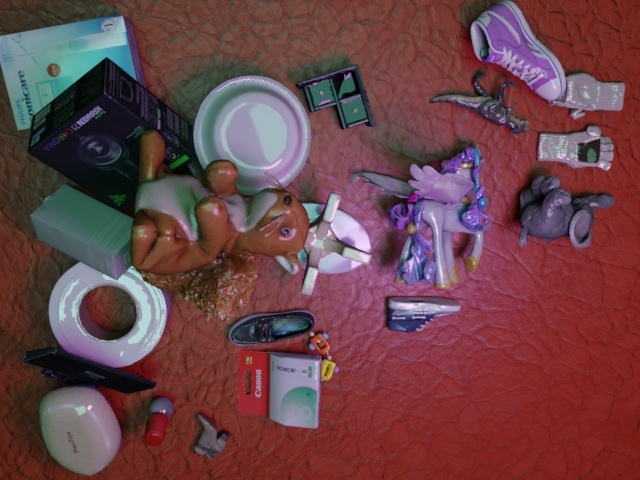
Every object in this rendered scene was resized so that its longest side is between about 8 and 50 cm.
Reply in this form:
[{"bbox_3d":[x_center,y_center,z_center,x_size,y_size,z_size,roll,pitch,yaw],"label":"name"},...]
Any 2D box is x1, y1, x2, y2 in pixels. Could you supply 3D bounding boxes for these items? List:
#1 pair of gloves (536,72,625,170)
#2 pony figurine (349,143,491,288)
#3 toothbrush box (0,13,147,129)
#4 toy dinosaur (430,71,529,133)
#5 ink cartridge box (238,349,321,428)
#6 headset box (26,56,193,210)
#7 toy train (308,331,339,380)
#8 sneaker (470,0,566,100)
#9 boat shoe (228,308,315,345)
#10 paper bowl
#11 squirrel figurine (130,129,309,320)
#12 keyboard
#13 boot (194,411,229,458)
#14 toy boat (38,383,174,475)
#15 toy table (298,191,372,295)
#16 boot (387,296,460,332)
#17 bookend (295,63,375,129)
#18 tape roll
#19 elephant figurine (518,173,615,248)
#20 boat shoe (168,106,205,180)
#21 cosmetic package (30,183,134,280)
[{"bbox_3d":[0.675,-0.308,1.805,0.204,0.042,0.240,10,97,-6],"label":"pair of gloves"},{"bbox_3d":[0.275,-0.070,1.716,0.351,0.303,0.363,1,96,-38],"label":"pony figurine"},{"bbox_3d":[-0.574,-0.390,1.641,0.296,0.126,0.216,-10,99,-2],"label":"toothbrush box"},{"bbox_3d":[0.424,-0.357,1.768,0.268,0.064,0.118,19,103,-4],"label":"toy dinosaur"},{"bbox_3d":[-0.111,0.380,1.804,0.225,0.056,0.181,3,98,9],"label":"ink cartridge box"},{"bbox_3d":[-0.461,-0.225,1.581,0.246,0.131,0.283,-29,138,21],"label":"headset box"},{"bbox_3d":[-0.021,0.321,1.838,0.166,0.046,0.125,-43,85,7],"label":"toy train"},{"bbox_3d":[0.470,-0.437,1.713,0.161,0.102,0.282,-38,90,-29],"label":"sneaker"},{"bbox_3d":[-0.124,0.230,1.796,0.229,0.076,0.080,-7,99,-4],"label":"boat shoe"},{"bbox_3d":[-0.162,-0.248,1.671,0.284,0.148,0.284,-1,95,-14],"label":"paper bowl"},{"bbox_3d":[-0.220,-0.009,1.554,0.371,0.281,0.397,3,138,-12],"label":"squirrel figurine"},{"bbox_3d":[-0.573,0.321,1.704,0.202,0.033,0.317,-19,145,31],"label":"keyboard"},{"bbox_3d":[-0.301,0.519,1.843,0.118,0.042,0.087,43,95,-9],"label":"boot"},{"bbox_3d":[-0.536,0.465,1.769,0.318,0.148,0.267,-3,116,-1],"label":"toy boat"},{"bbox_3d":[0.000,0.000,1.732,0.274,0.161,0.252,5,98,-5],"label":"toy table"},{"bbox_3d":[0.269,0.197,1.838,0.190,0.069,0.086,3,105,3],"label":"boot"},{"bbox_3d":[0.036,-0.336,1.728,0.157,0.072,0.156,-17,100,-2],"label":"bookend"},{"bbox_3d":[-0.520,0.171,1.742,0.286,0.100,0.286,-1,99,-6],"label":"tape roll"},{"bbox_3d":[0.634,-0.054,1.792,0.239,0.169,0.186,27,125,-24],"label":"elephant figurine"},{"bbox_3d":[-0.350,-0.225,1.723,0.065,0.075,0.206,-24,100,24],"label":"boat shoe"},{"bbox_3d":[-0.546,-0.022,1.653,0.238,0.107,0.127,26,52,14],"label":"cosmetic package"}]
